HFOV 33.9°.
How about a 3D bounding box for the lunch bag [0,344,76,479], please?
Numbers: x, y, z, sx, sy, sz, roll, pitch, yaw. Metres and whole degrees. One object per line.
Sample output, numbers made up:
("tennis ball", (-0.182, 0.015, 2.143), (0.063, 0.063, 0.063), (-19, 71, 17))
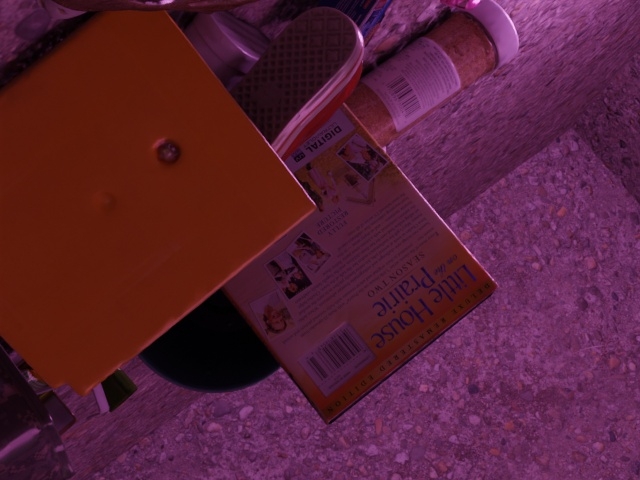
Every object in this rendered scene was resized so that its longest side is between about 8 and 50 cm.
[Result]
("lunch bag", (-0.441, 0.180, 1.115), (0.235, 0.287, 0.169), (-31, 151, -21))

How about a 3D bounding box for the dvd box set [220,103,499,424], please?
("dvd box set", (0.000, 0.000, 1.474), (0.307, 0.420, 0.062), (-38, 169, -11))

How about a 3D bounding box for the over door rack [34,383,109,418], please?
("over door rack", (-0.477, 0.212, 1.369), (0.324, 0.108, 0.239), (-7, -178, 23))

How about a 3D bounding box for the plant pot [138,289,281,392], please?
("plant pot", (-0.158, 0.076, 1.672), (0.293, 0.293, 0.235), (-39, -177, 1))

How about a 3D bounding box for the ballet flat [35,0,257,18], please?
("ballet flat", (-0.161, -0.231, 0.863), (0.124, 0.116, 0.342), (-22, 180, 31))

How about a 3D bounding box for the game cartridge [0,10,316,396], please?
("game cartridge", (-0.211, -0.041, 1.024), (0.323, 0.285, 0.053), (-38, -161, -1))

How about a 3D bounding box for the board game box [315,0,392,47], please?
("board game box", (0.048, -0.296, 1.318), (0.194, 0.060, 0.194), (-54, 179, 17))

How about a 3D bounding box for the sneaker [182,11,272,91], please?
("sneaker", (-0.120, -0.170, 1.250), (0.169, 0.108, 0.292), (-40, 160, 14))

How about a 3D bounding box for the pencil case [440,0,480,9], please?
("pencil case", (0.230, -0.408, 1.450), (0.209, 0.095, 0.098), (126, -17, -49))

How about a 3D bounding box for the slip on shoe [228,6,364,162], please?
("slip on shoe", (-0.078, -0.111, 1.140), (0.331, 0.123, 0.101), (-44, 162, 2))

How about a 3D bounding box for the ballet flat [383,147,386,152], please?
("ballet flat", (0.100, -0.168, 2.067), (0.073, 0.067, 0.206), (-35, 168, -15))

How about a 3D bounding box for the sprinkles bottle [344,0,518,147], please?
("sprinkles bottle", (0.158, -0.262, 1.727), (0.355, 0.121, 0.121), (-36, 169, -13))

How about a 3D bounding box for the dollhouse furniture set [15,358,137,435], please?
("dollhouse furniture set", (-0.440, 0.264, 1.678), (0.197, 0.151, 0.301), (-40, 180, 1))

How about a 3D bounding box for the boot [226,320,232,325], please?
("boot", (-0.157, 0.109, 2.178), (0.260, 0.131, 0.348), (-40, 170, 3))
